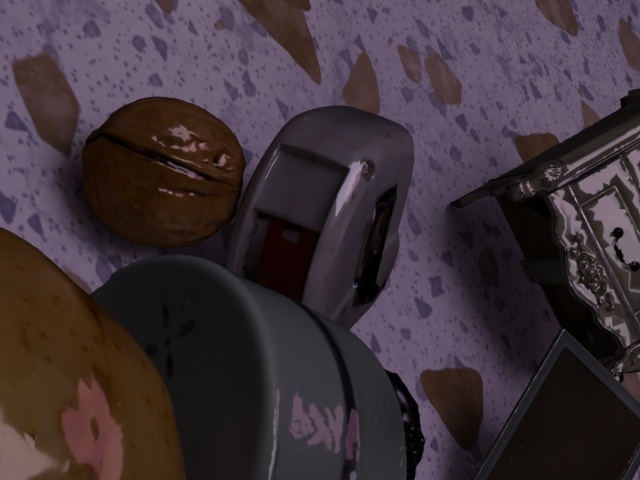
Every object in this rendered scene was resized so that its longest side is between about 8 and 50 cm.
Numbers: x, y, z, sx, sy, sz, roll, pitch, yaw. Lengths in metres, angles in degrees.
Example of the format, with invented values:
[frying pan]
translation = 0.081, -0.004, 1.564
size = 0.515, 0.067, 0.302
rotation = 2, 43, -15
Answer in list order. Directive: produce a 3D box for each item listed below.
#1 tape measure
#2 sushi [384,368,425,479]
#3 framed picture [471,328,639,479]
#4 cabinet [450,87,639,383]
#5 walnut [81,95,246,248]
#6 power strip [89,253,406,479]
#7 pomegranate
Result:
[tape measure]
translation = 0.000, 0.000, 1.605
size = 0.258, 0.130, 0.265
rotation = -39, 147, -58
[sushi]
translation = 0.027, 0.218, 1.590
size = 0.124, 0.127, 0.225
rotation = 54, 32, -18
[framed picture]
translation = 0.271, 0.282, 1.864
size = 0.231, 0.018, 0.293
rotation = 43, 72, -33
[cabinet]
translation = 0.389, -0.012, 2.033
size = 0.318, 0.227, 0.289
rotation = -29, 97, -16
[walnut]
translation = -0.150, -0.064, 1.515
size = 0.180, 0.144, 0.144
rotation = 27, 48, -56
[power strip]
translation = -0.104, 0.200, 1.218
size = 0.161, 0.357, 0.357
rotation = 29, 47, -41
[pomegranate]
translation = -0.249, 0.177, 0.960
size = 0.410, 0.410, 0.410
rotation = 33, 44, -40
